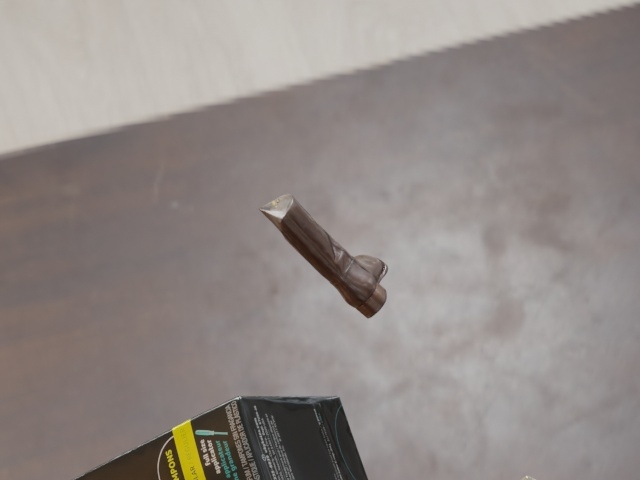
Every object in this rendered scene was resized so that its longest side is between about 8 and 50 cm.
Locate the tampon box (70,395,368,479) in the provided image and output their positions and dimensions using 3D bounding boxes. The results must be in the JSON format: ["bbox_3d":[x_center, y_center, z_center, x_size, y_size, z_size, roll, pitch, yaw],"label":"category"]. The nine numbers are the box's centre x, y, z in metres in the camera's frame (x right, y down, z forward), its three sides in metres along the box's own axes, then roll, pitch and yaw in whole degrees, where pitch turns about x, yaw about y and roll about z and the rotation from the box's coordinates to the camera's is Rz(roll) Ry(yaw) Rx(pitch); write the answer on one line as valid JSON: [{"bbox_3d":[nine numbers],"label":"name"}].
[{"bbox_3d":[-0.059,0.168,0.981,0.161,0.101,0.120,-30,70,27],"label":"tampon box"}]

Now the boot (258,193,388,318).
[{"bbox_3d":[0.000,0.000,1.361,0.114,0.106,0.037,42,96,-15],"label":"boot"}]

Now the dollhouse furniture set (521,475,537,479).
[{"bbox_3d":[0.195,0.224,1.211,0.101,0.161,0.182,28,40,-12],"label":"dollhouse furniture set"}]
